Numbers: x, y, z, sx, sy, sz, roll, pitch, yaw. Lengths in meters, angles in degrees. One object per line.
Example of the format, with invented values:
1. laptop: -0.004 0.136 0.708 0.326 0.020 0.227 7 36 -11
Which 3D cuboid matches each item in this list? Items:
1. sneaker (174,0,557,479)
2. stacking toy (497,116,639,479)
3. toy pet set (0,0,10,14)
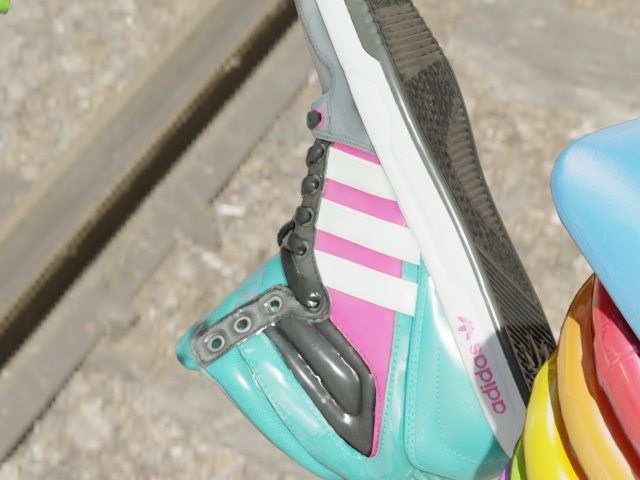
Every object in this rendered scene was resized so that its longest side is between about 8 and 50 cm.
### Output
1. sneaker: 0.000 0.000 1.028 0.178 0.124 0.295 -24 77 20
2. stacking toy: 0.120 0.098 0.703 0.165 0.302 0.175 -14 61 -35
3. toy pet set: -0.112 -0.044 0.472 0.065 0.122 0.114 6 7 -14
